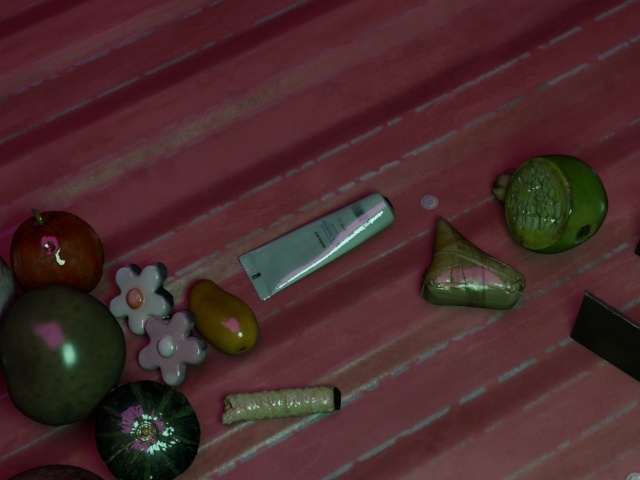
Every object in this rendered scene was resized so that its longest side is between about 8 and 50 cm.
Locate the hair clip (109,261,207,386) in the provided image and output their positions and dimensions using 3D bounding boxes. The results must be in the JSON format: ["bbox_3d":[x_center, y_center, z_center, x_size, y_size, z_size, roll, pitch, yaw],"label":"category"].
[{"bbox_3d":[-0.312,0.153,1.852,0.146,0.075,0.257,-37,62,9],"label":"hair clip"}]

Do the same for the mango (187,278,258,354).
[{"bbox_3d":[-0.191,0.142,1.847,0.102,0.084,0.184,-38,61,-15],"label":"mango"}]

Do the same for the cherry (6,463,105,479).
[{"bbox_3d":[-0.460,0.487,1.613,0.301,0.203,0.230,-5,62,17],"label":"cherry"}]

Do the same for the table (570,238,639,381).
[{"bbox_3d":[0.643,0.129,1.745,0.282,0.196,0.250,34,70,22],"label":"table"}]

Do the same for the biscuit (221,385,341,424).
[{"bbox_3d":[-0.072,0.298,1.769,0.219,0.055,0.061,-5,42,2],"label":"biscuit"}]

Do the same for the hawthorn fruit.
[{"bbox_3d":[-0.510,0.017,1.862,0.179,0.200,0.179,-14,28,8],"label":"hawthorn fruit"}]

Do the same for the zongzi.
[{"bbox_3d":[0.298,0.039,1.871,0.195,0.099,0.197,8,55,8],"label":"zongzi"}]

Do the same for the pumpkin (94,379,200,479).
[{"bbox_3d":[-0.304,0.337,1.709,0.190,0.146,0.190,0,90,-19],"label":"pumpkin"}]

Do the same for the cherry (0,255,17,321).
[{"bbox_3d":[-0.711,0.117,1.752,0.292,0.335,0.326,6,66,6],"label":"cherry"}]

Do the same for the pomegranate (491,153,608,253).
[{"bbox_3d":[0.450,-0.066,1.891,0.159,0.241,0.189,-1,81,-36],"label":"pomegranate"}]

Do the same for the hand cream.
[{"bbox_3d":[0.000,0.000,1.932,0.321,0.067,0.109,-28,64,-6],"label":"hand cream"}]

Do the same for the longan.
[{"bbox_3d":[-0.466,0.198,1.748,0.246,0.215,0.246,28,43,-30],"label":"longan"}]
